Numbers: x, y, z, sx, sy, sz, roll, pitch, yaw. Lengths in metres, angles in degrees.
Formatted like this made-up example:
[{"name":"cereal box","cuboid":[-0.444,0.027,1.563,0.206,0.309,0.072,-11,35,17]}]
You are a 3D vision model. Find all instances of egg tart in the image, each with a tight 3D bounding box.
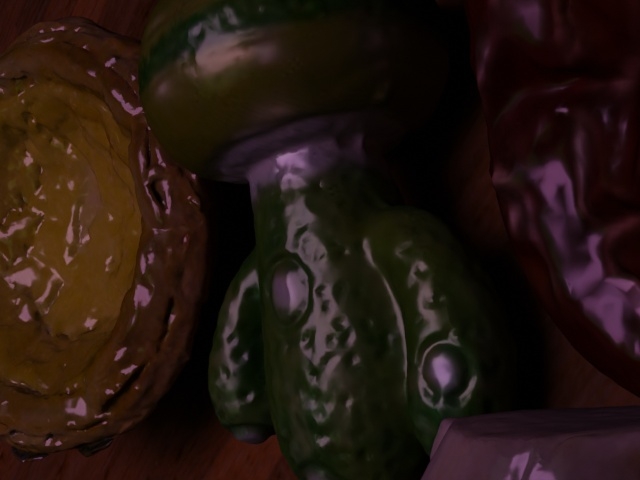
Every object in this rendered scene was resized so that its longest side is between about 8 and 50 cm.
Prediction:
[{"name":"egg tart","cuboid":[-0.173,0.001,1.187,0.345,0.132,0.345,-7,80,45]}]

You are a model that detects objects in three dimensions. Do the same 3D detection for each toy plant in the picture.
[{"name":"toy plant","cuboid":[0.000,0.000,0.904,0.224,0.184,0.315,-25,70,43]}]

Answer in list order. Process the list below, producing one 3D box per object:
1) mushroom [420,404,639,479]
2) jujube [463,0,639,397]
[{"name":"mushroom","cuboid":[0.074,0.237,0.680,0.137,0.154,0.407,18,-88,-79]},{"name":"jujube","cuboid":[0.183,-0.122,0.552,0.276,0.277,0.376,4,97,59]}]
